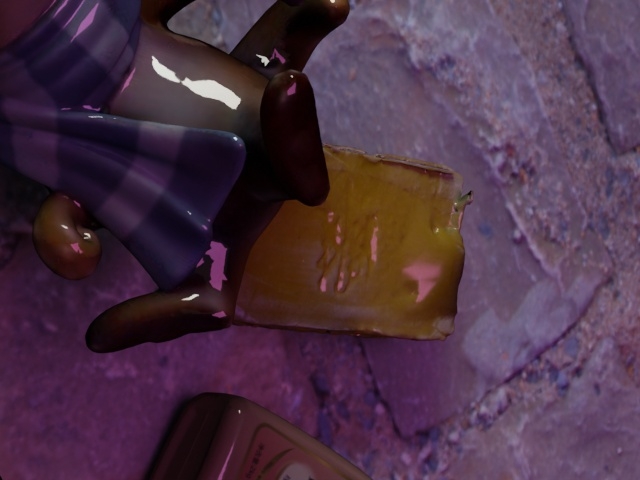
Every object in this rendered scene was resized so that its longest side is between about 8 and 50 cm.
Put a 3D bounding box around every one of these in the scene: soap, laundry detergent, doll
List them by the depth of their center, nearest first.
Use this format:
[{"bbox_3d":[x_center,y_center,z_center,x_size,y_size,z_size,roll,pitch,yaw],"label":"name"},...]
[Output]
[{"bbox_3d":[-0.132,-0.125,1.206,0.340,0.209,0.318,38,82,-16],"label":"doll"},{"bbox_3d":[-0.027,0.228,1.410,0.237,0.076,0.171,38,68,-35],"label":"laundry detergent"},{"bbox_3d":[-0.001,0.000,1.426,0.233,0.076,0.135,8,84,-38],"label":"soap"}]

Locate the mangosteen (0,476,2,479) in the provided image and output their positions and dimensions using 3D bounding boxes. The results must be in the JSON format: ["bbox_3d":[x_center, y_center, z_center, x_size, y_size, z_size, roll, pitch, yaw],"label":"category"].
[{"bbox_3d":[-0.278,0.200,1.134,0.228,0.228,0.265,-58,163,-23],"label":"mangosteen"}]
